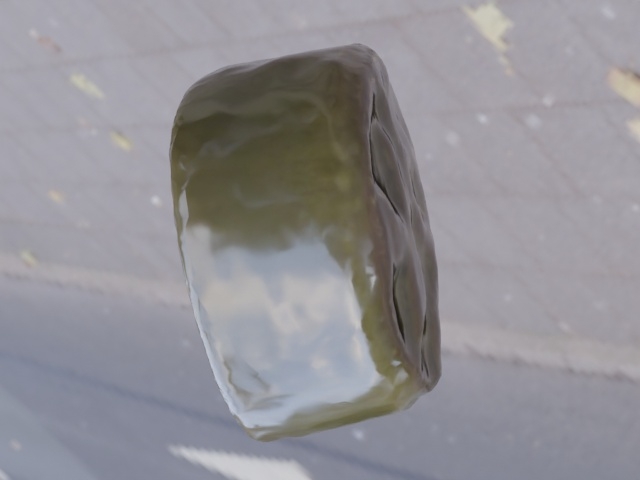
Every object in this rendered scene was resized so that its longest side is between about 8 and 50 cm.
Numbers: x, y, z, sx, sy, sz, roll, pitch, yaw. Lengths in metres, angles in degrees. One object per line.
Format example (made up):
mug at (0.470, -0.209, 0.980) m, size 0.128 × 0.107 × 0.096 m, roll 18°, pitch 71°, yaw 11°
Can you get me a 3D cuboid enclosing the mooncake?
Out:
mooncake at (0.000, 0.000, 1.240) m, size 0.155 × 0.284 × 0.284 m, roll -8°, pitch 144°, yaw 11°
